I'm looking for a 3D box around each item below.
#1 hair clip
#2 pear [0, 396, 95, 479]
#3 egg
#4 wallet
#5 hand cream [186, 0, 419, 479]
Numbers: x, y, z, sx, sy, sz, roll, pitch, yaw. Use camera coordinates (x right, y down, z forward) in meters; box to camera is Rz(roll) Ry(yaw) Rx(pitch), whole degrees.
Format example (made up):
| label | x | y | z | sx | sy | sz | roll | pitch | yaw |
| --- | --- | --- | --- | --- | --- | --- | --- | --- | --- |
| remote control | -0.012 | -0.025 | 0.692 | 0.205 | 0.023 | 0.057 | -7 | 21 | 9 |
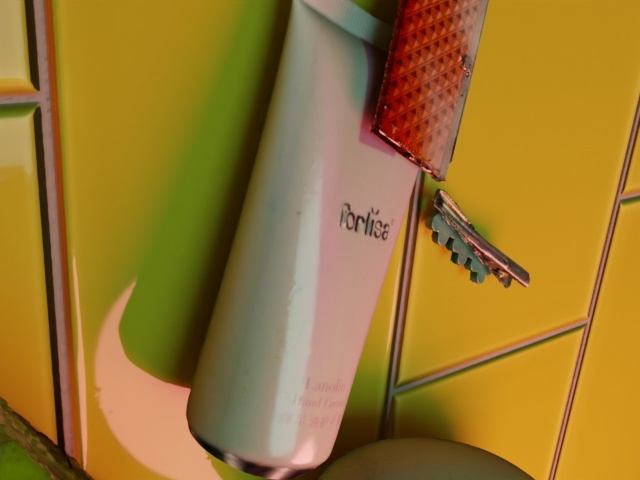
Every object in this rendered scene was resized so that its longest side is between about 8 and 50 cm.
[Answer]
| label | x | y | z | sx | sy | sz | roll | pitch | yaw |
| --- | --- | --- | --- | --- | --- | --- | --- | --- | --- |
| hair clip | 0.147 | 0.006 | 0.751 | 0.173 | 0.049 | 0.049 | 39 | 85 | -37 |
| pear | -0.181 | 0.227 | 0.445 | 0.176 | 0.282 | 0.286 | -48 | 132 | -21 |
| egg | 0.129 | 0.318 | 0.761 | 0.371 | 0.230 | 0.230 | 39 | 85 | -37 |
| wallet | 0.091 | -0.155 | 0.600 | 0.103 | 0.020 | 0.196 | 26 | 73 | -43 |
| hand cream | 0.000 | 0.000 | 0.595 | 0.186 | 0.118 | 0.358 | 15 | 94 | -43 |
